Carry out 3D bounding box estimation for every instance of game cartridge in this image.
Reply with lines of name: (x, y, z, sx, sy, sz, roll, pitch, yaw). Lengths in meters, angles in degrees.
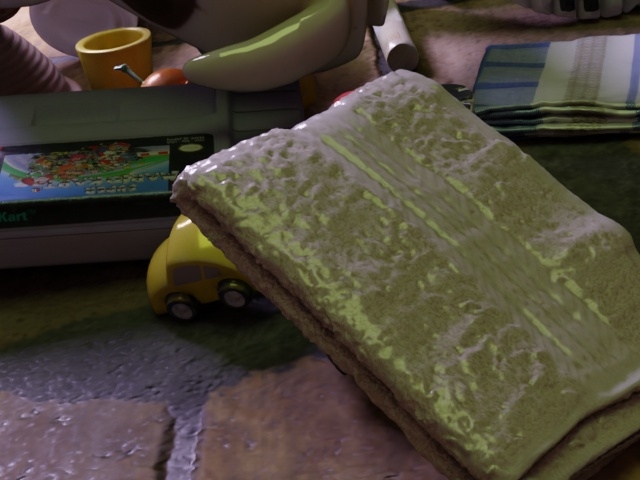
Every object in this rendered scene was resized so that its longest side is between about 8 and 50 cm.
game cartridge: (-0.184, -0.055, 1.196, 0.355, 0.068, 0.230, -4, 23, -3)

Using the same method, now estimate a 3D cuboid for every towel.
towel: (0.070, 0.017, 0.880, 0.187, 0.049, 0.282, -27, 57, -35)
towel: (0.262, -0.134, 1.288, 0.285, 0.034, 0.209, -3, 25, 15)

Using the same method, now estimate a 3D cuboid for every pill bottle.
pill bottle: (-0.227, -0.281, 1.617, 0.108, 0.108, 0.180, -5, 50, 10)

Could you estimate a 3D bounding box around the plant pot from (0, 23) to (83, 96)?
plant pot: (-0.328, -0.128, 1.395, 0.237, 0.110, 0.237, -8, 25, 4)

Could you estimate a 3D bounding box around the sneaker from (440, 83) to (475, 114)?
sneaker: (0.073, -0.010, 1.049, 0.071, 0.083, 0.191, -2, 48, 37)

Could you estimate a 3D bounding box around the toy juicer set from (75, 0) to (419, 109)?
toy juicer set: (-0.038, -0.182, 1.431, 0.329, 0.089, 0.209, -18, 26, -19)

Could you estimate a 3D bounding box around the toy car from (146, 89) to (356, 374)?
toy car: (0.000, 0.000, 0.984, 0.239, 0.053, 0.225, -37, 35, 3)

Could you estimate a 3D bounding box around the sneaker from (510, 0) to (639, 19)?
sneaker: (0.286, -0.270, 1.506, 0.292, 0.110, 0.118, -2, 17, -4)

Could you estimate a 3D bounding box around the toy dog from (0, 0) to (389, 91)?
toy dog: (-0.146, -0.267, 1.306, 0.407, 0.284, 0.395, 8, 61, 7)
